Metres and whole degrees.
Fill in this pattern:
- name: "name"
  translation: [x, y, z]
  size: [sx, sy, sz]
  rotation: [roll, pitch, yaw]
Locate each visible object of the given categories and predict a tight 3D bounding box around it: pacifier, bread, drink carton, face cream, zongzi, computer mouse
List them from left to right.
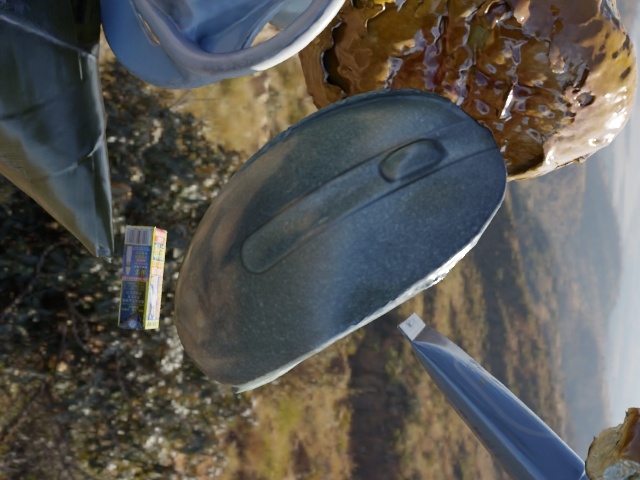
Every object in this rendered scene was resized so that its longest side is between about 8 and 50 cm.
- name: "zongzi"
  translation: [-0.292, -0.105, 0.660]
  size: [0.274, 0.145, 0.300]
  rotation: [-13, 103, -42]
- name: "drink carton"
  translation: [-0.291, 0.061, 1.376]
  size: [0.071, 0.056, 0.166]
  rotation: [29, 66, -79]
- name: "pacifier"
  translation: [-0.047, -0.226, 0.714]
  size: [0.227, 0.279, 0.207]
  rotation: [61, 18, 19]
- name: "computer mouse"
  translation: [-0.001, 0.001, 0.802]
  size: [0.203, 0.374, 0.114]
  rotation: [57, 14, 26]
- name: "bread"
  translation: [0.160, -0.218, 0.949]
  size: [0.358, 0.337, 0.204]
  rotation: [40, 43, -33]
- name: "face cream"
  translation: [0.242, 0.244, 1.105]
  size: [0.086, 0.385, 0.135]
  rotation: [-44, 172, 13]
- name: "bread"
  translation: [0.310, 0.217, 0.822]
  size: [0.083, 0.077, 0.070]
  rotation: [41, 34, -3]
